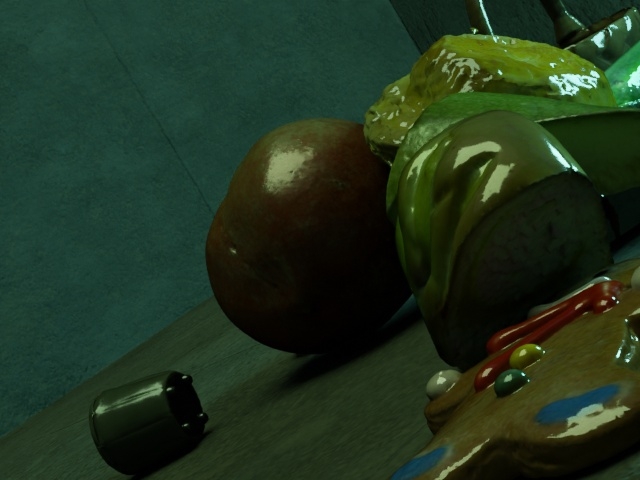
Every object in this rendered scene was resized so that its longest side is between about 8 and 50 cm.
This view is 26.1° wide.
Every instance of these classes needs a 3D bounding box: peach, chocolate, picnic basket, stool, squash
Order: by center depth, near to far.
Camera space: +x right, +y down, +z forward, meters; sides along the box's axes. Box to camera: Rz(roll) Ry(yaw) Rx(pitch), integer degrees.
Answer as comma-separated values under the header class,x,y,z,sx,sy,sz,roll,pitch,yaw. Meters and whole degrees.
class,x,y,z,sx,sy,sz,roll,pitch,yaw
squash,0.193,-0.063,1.117,0.252,0.093,0.169,13,48,43
stool,-0.181,0.190,1.453,0.110,0.096,0.096,-24,6,17
peach,0.000,0.000,1.463,0.252,0.252,0.252,-31,4,2
chocolate,0.406,-0.191,1.802,0.291,0.110,0.110,-37,7,-36
picnic basket,0.330,-0.302,2.147,0.337,0.337,0.293,-28,5,39

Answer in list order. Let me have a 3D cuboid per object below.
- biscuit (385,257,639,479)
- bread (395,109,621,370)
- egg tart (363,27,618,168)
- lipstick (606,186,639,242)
class,x,y,z,sx,sy,sz,roll,pitch,yaw
biscuit,0.141,0.074,0.851,0.205,0.049,0.324,-29,2,31
bread,0.123,-0.004,1.042,0.158,0.156,0.260,-31,-38,-4
egg tart,0.193,-0.131,1.386,0.319,0.128,0.319,8,20,-3
lipstick,0.252,-0.042,1.218,0.290,0.076,0.077,-34,10,-9
